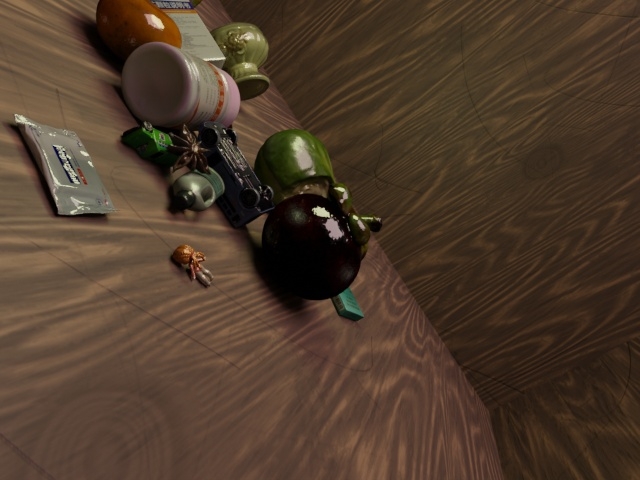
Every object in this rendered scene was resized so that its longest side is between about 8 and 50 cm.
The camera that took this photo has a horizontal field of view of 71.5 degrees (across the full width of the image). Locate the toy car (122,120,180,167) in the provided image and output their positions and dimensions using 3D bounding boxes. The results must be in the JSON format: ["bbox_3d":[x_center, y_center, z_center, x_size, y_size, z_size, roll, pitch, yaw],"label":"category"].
[{"bbox_3d":[-0.389,-0.224,1.055,0.165,0.071,0.063,15,57,-69],"label":"toy car"}]

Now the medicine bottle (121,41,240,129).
[{"bbox_3d":[-0.370,-0.409,1.233,0.202,0.202,0.316,55,16,-2],"label":"medicine bottle"}]

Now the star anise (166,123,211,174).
[{"bbox_3d":[-0.319,-0.222,1.072,0.124,0.056,0.129,-6,80,-51],"label":"star anise"}]

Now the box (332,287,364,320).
[{"bbox_3d":[0.074,0.187,1.682,0.162,0.041,0.229,34,26,-56],"label":"box"}]

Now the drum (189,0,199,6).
[{"bbox_3d":[-0.673,-1.122,1.816,0.431,0.214,0.431,52,15,-19],"label":"drum"}]

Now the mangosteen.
[{"bbox_3d":[-0.011,0.008,1.279,0.330,0.330,0.330,50,15,-19],"label":"mangosteen"}]

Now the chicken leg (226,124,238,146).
[{"bbox_3d":[-0.347,-0.410,1.633,0.093,0.053,0.205,80,-10,-67],"label":"chicken leg"}]

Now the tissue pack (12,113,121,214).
[{"bbox_3d":[-0.435,-0.124,0.765,0.193,0.026,0.122,58,15,10],"label":"tissue pack"}]

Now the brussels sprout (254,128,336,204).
[{"bbox_3d":[-0.086,-0.246,1.655,0.371,0.275,0.315,36,28,-55],"label":"brussels sprout"}]

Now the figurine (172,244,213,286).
[{"bbox_3d":[-0.258,0.051,0.922,0.109,0.047,0.064,54,37,-33],"label":"figurine"}]

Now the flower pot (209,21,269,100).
[{"bbox_3d":[-0.356,-0.770,1.946,0.307,0.307,0.244,-13,83,-74],"label":"flower pot"}]

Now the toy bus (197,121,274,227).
[{"bbox_3d":[-0.259,-0.187,1.260,0.292,0.133,0.125,58,20,-2],"label":"toy bus"}]

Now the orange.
[{"bbox_3d":[-0.503,-0.572,1.222,0.240,0.171,0.240,38,14,-11],"label":"orange"}]

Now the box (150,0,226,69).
[{"bbox_3d":[-0.484,-0.678,1.488,0.200,0.106,0.300,-24,77,-41],"label":"box"}]

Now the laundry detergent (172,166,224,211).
[{"bbox_3d":[-0.304,-0.122,1.090,0.099,0.070,0.226,53,14,-15],"label":"laundry detergent"}]
